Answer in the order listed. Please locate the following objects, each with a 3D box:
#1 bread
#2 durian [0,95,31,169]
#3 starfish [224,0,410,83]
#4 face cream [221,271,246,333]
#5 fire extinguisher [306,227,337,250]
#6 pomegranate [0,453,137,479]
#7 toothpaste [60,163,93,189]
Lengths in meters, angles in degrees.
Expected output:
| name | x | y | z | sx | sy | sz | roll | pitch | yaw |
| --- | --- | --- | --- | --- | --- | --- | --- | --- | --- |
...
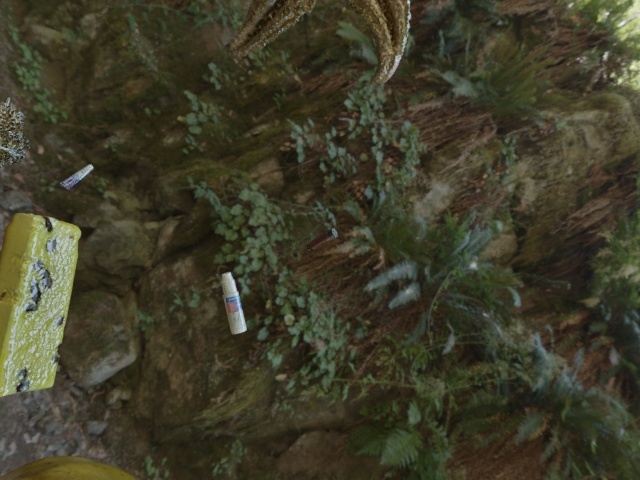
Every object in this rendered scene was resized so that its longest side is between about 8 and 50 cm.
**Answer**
| name | x | y | z | sx | sy | sz | roll | pitch | yaw |
| --- | --- | --- | --- | --- | --- | --- | --- | --- | --- |
| bread | -0.594 | 0.124 | 0.828 | 0.138 | 0.077 | 0.362 | 50 | 42 | -73 |
| durian | -0.381 | -0.127 | 0.471 | 0.080 | 0.080 | 0.091 | 102 | 3 | -79 |
| starfish | 0.001 | -0.227 | 0.294 | 0.043 | 0.227 | 0.241 | -22 | 90 | -60 |
| face cream | -0.188 | 0.132 | 0.859 | 0.034 | 0.034 | 0.130 | 153 | -76 | -83 |
| fire extinguisher | 0.000 | 0.000 | 0.885 | 0.022 | 0.083 | 0.028 | 47 | 29 | -21 |
| pomegranate | -0.294 | 0.377 | 0.405 | 0.281 | 0.281 | 0.281 | 156 | -90 | -83 |
| toothpaste | -0.577 | -0.153 | 0.953 | 0.024 | 0.083 | 0.015 | 40 | -40 | -13 |
